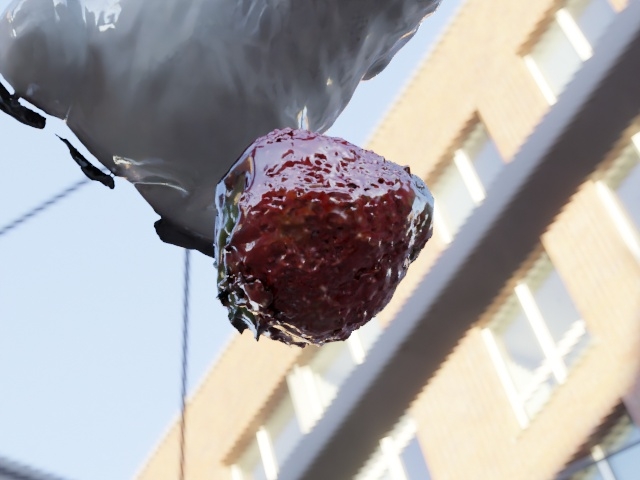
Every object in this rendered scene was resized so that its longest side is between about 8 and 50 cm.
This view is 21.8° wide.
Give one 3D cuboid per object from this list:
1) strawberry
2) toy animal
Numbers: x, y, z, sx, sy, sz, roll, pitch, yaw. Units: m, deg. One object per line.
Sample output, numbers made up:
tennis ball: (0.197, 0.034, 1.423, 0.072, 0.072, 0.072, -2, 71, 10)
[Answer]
strawberry: (0.000, -0.001, 0.722, 0.106, 0.106, 0.106, -7, -53, -9)
toy animal: (-0.013, -0.168, 1.047, 0.357, 0.194, 0.258, -41, -22, 18)
